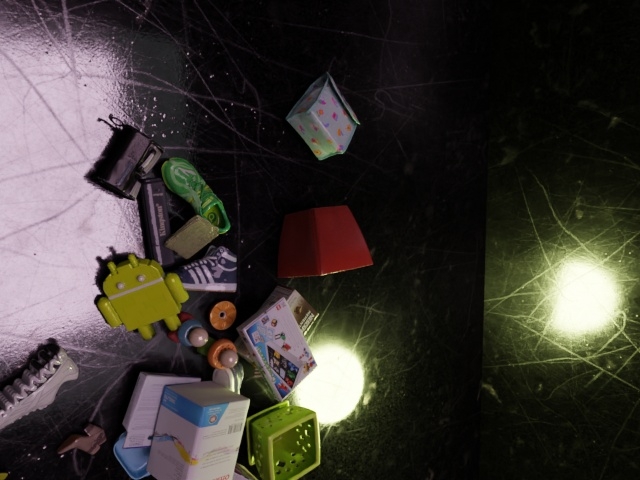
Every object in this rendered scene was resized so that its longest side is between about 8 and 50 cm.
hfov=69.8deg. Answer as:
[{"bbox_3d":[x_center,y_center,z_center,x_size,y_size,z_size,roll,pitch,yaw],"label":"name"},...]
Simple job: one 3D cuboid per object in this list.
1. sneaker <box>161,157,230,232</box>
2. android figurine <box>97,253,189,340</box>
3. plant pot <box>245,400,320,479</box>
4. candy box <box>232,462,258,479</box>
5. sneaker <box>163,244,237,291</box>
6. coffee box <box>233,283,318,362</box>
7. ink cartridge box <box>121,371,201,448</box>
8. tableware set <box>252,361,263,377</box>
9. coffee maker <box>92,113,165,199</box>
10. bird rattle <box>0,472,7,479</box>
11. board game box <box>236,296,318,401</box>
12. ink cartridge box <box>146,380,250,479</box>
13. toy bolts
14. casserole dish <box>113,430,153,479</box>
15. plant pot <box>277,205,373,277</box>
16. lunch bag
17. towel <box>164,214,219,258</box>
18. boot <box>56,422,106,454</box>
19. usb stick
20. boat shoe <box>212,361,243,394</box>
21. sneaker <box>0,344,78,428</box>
[{"bbox_3d":[-0.376,-0.141,1.447,0.109,0.123,0.295,-50,124,-24],"label":"sneaker"},{"bbox_3d":[-0.524,0.165,1.349,0.248,0.056,0.273,-18,115,-2],"label":"android figurine"},{"bbox_3d":[-0.152,0.744,1.716,0.228,0.207,0.227,-11,103,-39],"label":"plant pot"},{"bbox_3d":[-0.321,0.825,1.614,0.071,0.159,0.233,-55,127,-20],"label":"candy box"},{"bbox_3d":[-0.394,0.084,1.484,0.282,0.099,0.153,9,87,-40],"label":"sneaker"},{"bbox_3d":[-0.164,0.332,1.702,0.297,0.119,0.168,-53,125,-21],"label":"coffee box"},{"bbox_3d":[-0.508,0.537,1.460,0.223,0.045,0.224,28,76,-52],"label":"ink cartridge box"},{"bbox_3d":[-0.173,0.427,1.617,0.154,0.024,0.104,8,84,-39],"label":"tableware set"},{"bbox_3d":[-0.561,-0.226,1.297,0.171,0.120,0.178,31,74,-14],"label":"coffee maker"},{"bbox_3d":[-0.913,0.657,1.109,0.253,0.143,0.207,20,99,-38],"label":"bird rattle"},{"bbox_3d":[-0.142,0.374,1.592,0.193,0.053,0.305,-36,110,-35],"label":"board game box"},{"bbox_3d":[-0.382,0.610,1.438,0.198,0.197,0.270,17,85,-54],"label":"ink cartridge box"},{"bbox_3d":[-0.354,0.301,1.507,0.228,0.158,0.218,29,77,-40],"label":"toy bolts"},{"bbox_3d":[-0.579,0.664,1.450,0.114,0.037,0.188,-35,118,-32],"label":"casserole dish"},{"bbox_3d":[0.000,0.000,1.718,0.267,0.267,0.235,-9,91,-40],"label":"plant pot"},{"bbox_3d":[0.030,-0.476,1.729,0.223,0.160,0.262,48,54,-31],"label":"lunch bag"},{"bbox_3d":[-0.397,-0.010,1.422,0.148,0.027,0.110,-40,137,6],"label":"towel"},{"bbox_3d":[-0.690,0.596,1.341,0.118,0.042,0.087,-40,122,-29],"label":"boot"},{"bbox_3d":[-0.499,-0.051,1.406,0.077,0.045,0.278,-13,104,-38],"label":"usb stick"},{"bbox_3d":[-0.315,0.581,1.614,0.099,0.116,0.319,-15,109,-59],"label":"boat shoe"},{"bbox_3d":[-0.776,0.418,1.206,0.292,0.110,0.118,-46,132,-26],"label":"sneaker"}]
